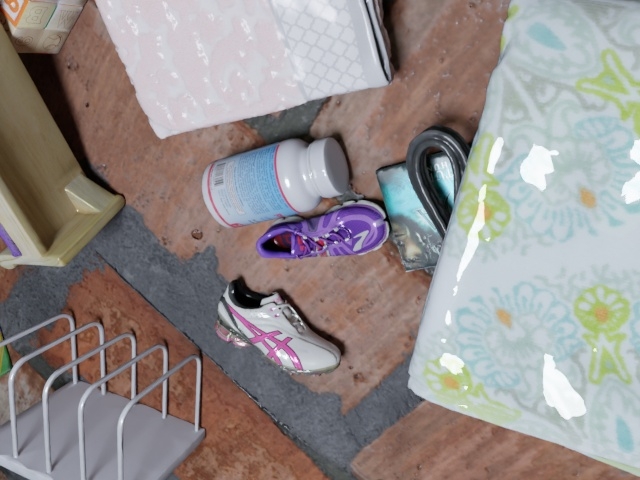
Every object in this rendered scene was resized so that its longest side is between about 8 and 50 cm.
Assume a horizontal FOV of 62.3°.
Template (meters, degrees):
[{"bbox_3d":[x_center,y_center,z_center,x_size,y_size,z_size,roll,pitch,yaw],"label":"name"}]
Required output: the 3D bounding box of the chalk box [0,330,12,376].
[{"bbox_3d":[-0.679,0.166,0.952,0.132,0.132,0.212,1,109,24],"label":"chalk box"}]

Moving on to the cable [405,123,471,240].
[{"bbox_3d":[0.169,0.018,0.561,0.139,0.072,0.287,-32,89,48],"label":"cable"}]

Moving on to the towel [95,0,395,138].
[{"bbox_3d":[-0.108,-0.280,0.526,0.317,0.053,0.331,-4,119,25],"label":"towel"}]

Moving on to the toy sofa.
[{"bbox_3d":[-0.421,-0.143,0.656,0.177,0.150,0.362,1,130,19],"label":"toy sofa"}]

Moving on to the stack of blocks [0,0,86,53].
[{"bbox_3d":[-0.342,-0.397,0.637,0.297,0.087,0.171,-40,89,29],"label":"stack of blocks"}]

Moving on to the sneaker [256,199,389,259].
[{"bbox_3d":[0.000,0.000,0.634,0.170,0.071,0.068,-12,102,26],"label":"sneaker"}]

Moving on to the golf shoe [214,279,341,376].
[{"bbox_3d":[-0.057,0.116,0.700,0.186,0.067,0.085,20,113,17],"label":"golf shoe"}]

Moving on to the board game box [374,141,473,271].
[{"bbox_3d":[0.164,-0.042,0.573,0.186,0.026,0.126,-13,101,27],"label":"board game box"}]

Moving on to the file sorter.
[{"bbox_3d":[-0.343,0.240,0.799,0.278,0.193,0.172,12,109,19],"label":"file sorter"}]

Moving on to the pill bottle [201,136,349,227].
[{"bbox_3d":[-0.052,-0.070,0.623,0.160,0.087,0.087,-10,103,27],"label":"pill bottle"}]

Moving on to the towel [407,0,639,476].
[{"bbox_3d":[0.264,0.014,0.430,0.321,0.090,0.374,16,107,13],"label":"towel"}]
